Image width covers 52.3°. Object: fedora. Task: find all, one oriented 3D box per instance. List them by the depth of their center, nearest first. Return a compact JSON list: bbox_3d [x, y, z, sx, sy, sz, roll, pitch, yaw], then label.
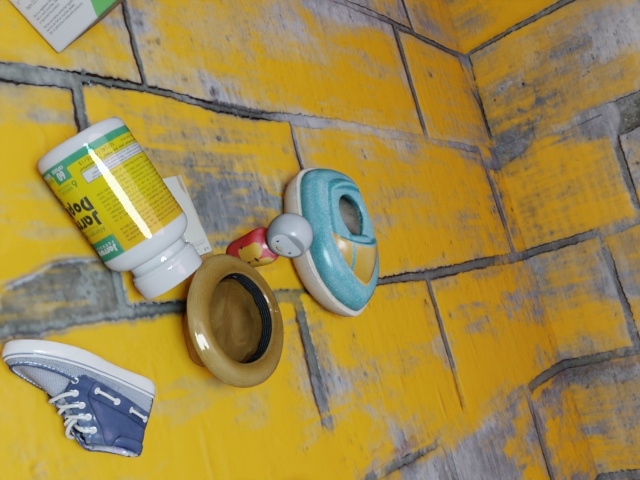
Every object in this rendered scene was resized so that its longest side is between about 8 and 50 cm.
[{"bbox_3d":[-0.132,0.115,0.896,0.194,0.079,0.194,36,41,-39],"label":"fedora"}]

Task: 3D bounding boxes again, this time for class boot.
[{"bbox_3d":[-0.260,0.175,0.707,0.190,0.069,0.086,34,45,-40],"label":"boot"}]

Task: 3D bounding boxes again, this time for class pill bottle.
[{"bbox_3d":[-0.239,-0.036,0.803,0.208,0.117,0.117,59,37,-14],"label":"pill bottle"}]

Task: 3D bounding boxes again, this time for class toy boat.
[{"bbox_3d":[0.000,0.000,1.064,0.318,0.148,0.267,-6,77,-53],"label":"toy boat"}]

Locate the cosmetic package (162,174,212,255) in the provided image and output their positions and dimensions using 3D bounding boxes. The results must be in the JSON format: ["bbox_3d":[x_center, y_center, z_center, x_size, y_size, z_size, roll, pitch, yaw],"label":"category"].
[{"bbox_3d":[-0.201,-0.025,0.895,0.041,0.060,0.115,-24,93,-55],"label":"cosmetic package"}]

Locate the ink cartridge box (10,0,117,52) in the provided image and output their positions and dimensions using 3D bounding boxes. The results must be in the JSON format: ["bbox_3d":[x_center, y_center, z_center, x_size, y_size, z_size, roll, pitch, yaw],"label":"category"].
[{"bbox_3d":[-0.340,-0.413,0.784,0.289,0.211,0.121,50,40,-24],"label":"ink cartridge box"}]
